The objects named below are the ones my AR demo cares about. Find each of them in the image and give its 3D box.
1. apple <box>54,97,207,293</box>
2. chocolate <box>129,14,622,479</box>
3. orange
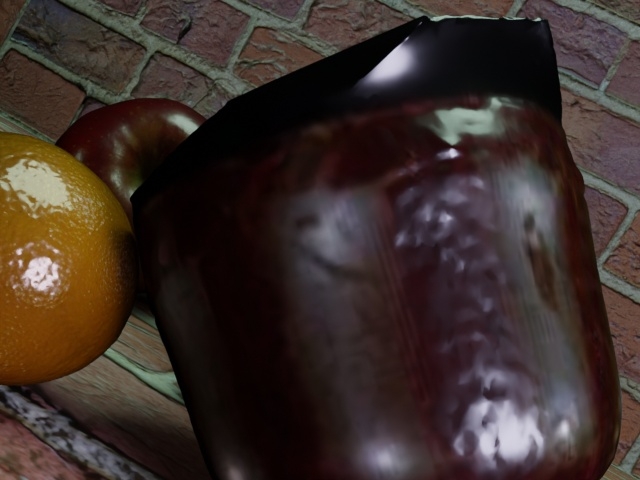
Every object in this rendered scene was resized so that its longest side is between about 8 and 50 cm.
[{"bbox_3d":[-0.266,-0.066,1.286,0.288,0.288,0.317,29,-15,-7],"label":"apple"},{"bbox_3d":[0.067,0.076,0.658,0.383,0.383,0.331,27,38,-66],"label":"chocolate"},{"bbox_3d":[-0.236,0.016,0.660,0.206,0.206,0.206,29,1,-1],"label":"orange"}]
